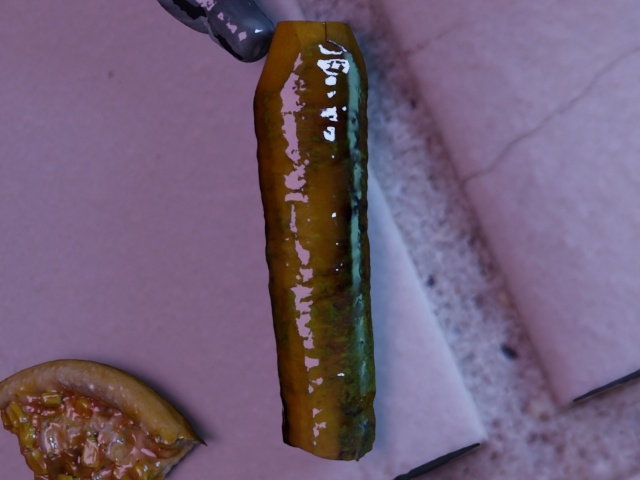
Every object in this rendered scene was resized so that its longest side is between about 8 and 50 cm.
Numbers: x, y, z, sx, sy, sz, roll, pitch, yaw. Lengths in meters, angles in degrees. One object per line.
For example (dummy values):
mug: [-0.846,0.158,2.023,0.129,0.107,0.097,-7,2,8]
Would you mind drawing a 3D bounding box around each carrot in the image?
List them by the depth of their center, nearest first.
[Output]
carrot: [0.000,0.000,0.944,0.070,0.070,0.260,-3,90,33]

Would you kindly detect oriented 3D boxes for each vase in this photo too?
vase: [-0.101,-0.185,1.011,0.211,0.060,0.060,47,113,25]

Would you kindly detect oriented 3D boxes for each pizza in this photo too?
pizza: [-0.158,0.143,1.059,0.178,0.041,0.131,23,104,31]
